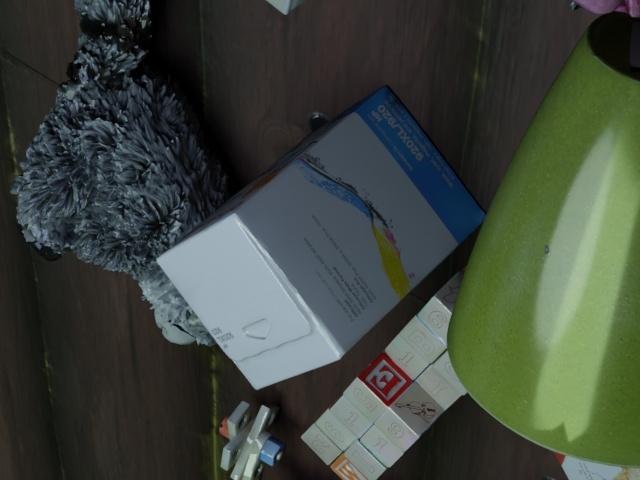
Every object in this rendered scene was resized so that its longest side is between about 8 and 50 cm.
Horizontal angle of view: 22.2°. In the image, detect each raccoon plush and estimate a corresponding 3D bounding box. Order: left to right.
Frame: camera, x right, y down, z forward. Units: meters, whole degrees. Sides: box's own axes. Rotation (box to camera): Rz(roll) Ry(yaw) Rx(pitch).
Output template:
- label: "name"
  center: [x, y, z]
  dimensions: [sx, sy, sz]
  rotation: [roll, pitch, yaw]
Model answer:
- label: "raccoon plush"
  center: [-0.150, -0.072, 1.710]
  dimensions: [0.299, 0.216, 0.446]
  rotation: [26, 141, 17]

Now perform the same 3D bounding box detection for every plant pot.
- label: "plant pot"
  center: [0.249, -0.023, 1.271]
  dimensions: [0.275, 0.275, 0.293]
  rotation: [27, 131, 29]

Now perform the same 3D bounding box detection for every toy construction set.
- label: "toy construction set"
  center: [-0.012, 0.349, 2.005]
  dimensions: [0.328, 0.151, 0.215]
  rotation: [42, 171, 24]

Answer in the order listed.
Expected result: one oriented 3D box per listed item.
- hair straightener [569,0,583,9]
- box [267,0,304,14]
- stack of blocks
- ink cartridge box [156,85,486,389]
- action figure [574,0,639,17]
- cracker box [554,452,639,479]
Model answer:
- label: "hair straightener"
  center: [0.275, -0.200, 1.227]
  dimensions: [0.230, 0.047, 0.089]
  rotation: [-19, 109, 54]
- label: "box"
  center: [-0.094, -0.356, 1.418]
  dimensions: [0.311, 0.121, 0.148]
  rotation: [40, 145, 12]
- label: "stack of blocks"
  center: [0.110, 0.124, 1.626]
  dimensions: [0.087, 0.171, 0.297]
  rotation: [45, 146, 5]
- label: "ink cartridge box"
  center: [0.000, 0.000, 1.568]
  dimensions: [0.168, 0.233, 0.171]
  rotation: [53, 146, -7]
- label: "action figure"
  center: [0.150, -0.233, 1.158]
  dimensions: [0.370, 0.248, 0.275]
  rotation: [36, 145, 23]
- label: "cracker box"
  center: [0.340, 0.220, 1.556]
  dimensions: [0.232, 0.067, 0.155]
  rotation: [-9, 116, 52]
